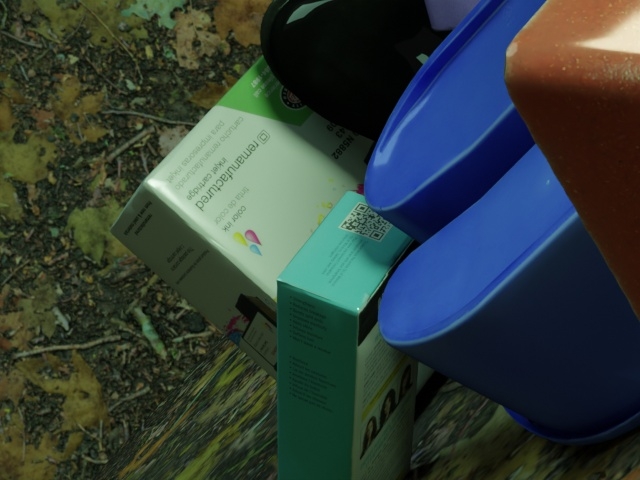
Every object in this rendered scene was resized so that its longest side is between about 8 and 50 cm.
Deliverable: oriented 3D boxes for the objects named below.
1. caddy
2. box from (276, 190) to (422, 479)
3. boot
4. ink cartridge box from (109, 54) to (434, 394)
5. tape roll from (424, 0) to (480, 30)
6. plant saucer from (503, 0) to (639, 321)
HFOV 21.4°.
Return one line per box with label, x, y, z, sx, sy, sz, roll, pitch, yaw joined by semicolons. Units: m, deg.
caddy;0.176;-0.039;0.945;0.341;0.179;0.241;-47;32;34
box;0.019;0.095;1.121;0.100;0.060;0.244;-51;-27;-42
boot;0.092;-0.089;1.234;0.260;0.348;0.131;-52;-21;-64
ink cartridge box;0.000;0.000;1.408;0.201;0.278;0.117;-50;4;-30
tape roll;0.197;-0.221;1.148;0.274;0.090;0.275;-16;10;3
plant saucer;0.208;-0.047;0.625;0.259;0.258;0.047;-48;31;-24
